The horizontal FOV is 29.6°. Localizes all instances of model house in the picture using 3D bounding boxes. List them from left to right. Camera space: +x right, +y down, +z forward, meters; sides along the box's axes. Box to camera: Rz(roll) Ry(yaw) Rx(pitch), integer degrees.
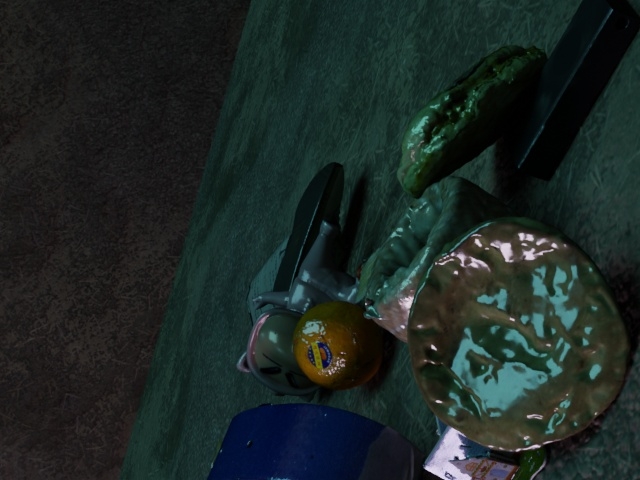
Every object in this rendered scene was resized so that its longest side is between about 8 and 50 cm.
[{"bbox_3d":[0.169,0.206,1.325,0.167,0.088,0.117,-96,27,-53],"label":"model house"}]

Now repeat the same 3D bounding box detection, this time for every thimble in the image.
[{"bbox_3d":[0.151,0.031,1.381,0.196,0.148,0.229,-52,10,23],"label":"thimble"}]

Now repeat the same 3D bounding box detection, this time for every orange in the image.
[{"bbox_3d":[0.029,0.152,1.768,0.135,0.117,0.136,5,99,33],"label":"orange"}]

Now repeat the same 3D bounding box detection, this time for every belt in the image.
[{"bbox_3d":[-0.016,0.309,1.563,0.347,0.212,0.117,-21,39,55],"label":"belt"}]

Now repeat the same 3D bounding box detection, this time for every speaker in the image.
[{"bbox_3d":[0.288,-0.181,1.401,0.082,0.044,0.218,-98,30,-55],"label":"speaker"}]

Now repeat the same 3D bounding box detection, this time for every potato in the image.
[{"bbox_3d":[0.102,0.050,1.753,0.122,0.061,0.086,130,155,-51],"label":"potato"}]

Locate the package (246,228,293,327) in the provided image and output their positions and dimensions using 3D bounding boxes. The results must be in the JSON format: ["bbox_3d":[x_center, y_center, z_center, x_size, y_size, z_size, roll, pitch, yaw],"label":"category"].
[{"bbox_3d":[-0.085,0.104,2.307,0.204,0.062,0.251,128,150,-54],"label":"package"}]

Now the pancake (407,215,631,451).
[{"bbox_3d":[0.199,0.095,1.215,0.050,0.242,0.242,-15,-46,-58],"label":"pancake"}]

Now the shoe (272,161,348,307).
[{"bbox_3d":[0.000,0.000,2.073,0.103,0.098,0.275,4,76,66],"label":"shoe"}]

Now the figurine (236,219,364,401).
[{"bbox_3d":[-0.023,0.121,1.916,0.287,0.176,0.186,-55,-2,12],"label":"figurine"}]

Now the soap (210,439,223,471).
[{"bbox_3d":[-0.097,0.453,1.832,0.293,0.156,0.335,130,152,-61],"label":"soap"}]

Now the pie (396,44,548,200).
[{"bbox_3d":[0.186,-0.159,1.495,0.248,0.090,0.201,-38,-13,-38],"label":"pie"}]
